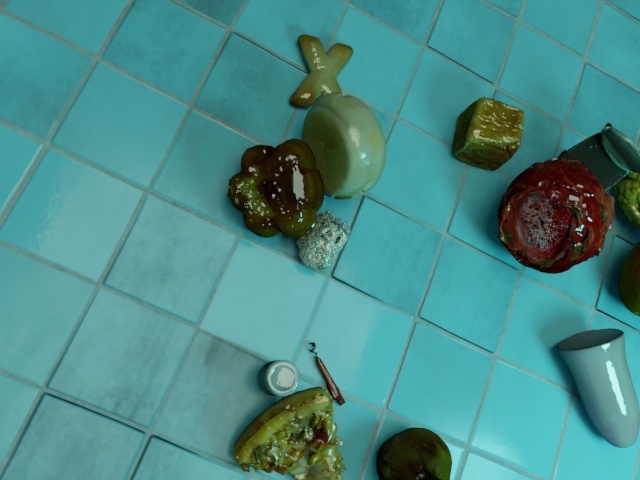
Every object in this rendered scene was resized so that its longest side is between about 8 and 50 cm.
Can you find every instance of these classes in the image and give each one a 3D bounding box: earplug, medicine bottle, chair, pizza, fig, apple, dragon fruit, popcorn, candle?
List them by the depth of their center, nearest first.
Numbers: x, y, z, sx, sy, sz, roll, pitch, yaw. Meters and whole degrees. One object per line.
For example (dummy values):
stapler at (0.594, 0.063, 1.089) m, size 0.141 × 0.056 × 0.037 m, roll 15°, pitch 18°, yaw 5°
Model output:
pizza at (-0.068, 0.484, 1.435) m, size 0.251 × 0.074 × 0.288 m, roll -13°, pitch 101°, yaw 2°
fig at (0.219, 0.510, 1.440) m, size 0.190 × 0.290 × 0.191 m, roll -3°, pitch 65°, yaw 6°
medicine bottle at (-0.100, 0.315, 1.455) m, size 0.080 × 0.130 × 0.081 m, roll 3°, pitch 78°, yaw -16°
candle at (0.012, 0.324, 1.545) m, size 0.026 × 0.021 × 0.168 m, roll -27°, pitch 87°, yaw -21°
dragon fruit at (0.617, -0.069, 1.676) m, size 0.301 × 0.295 × 0.296 m, roll -33°, pitch 88°, yaw -29°
earplug at (0.759, 0.404, 1.688) m, size 0.172 × 0.172 × 0.302 m, roll -18°, pitch 90°, yaw -19°
chair at (0.762, -0.213, 1.723) m, size 0.160 × 0.186 × 0.319 m, roll 54°, pitch 26°, yaw 1°
apple at (0.967, 0.119, 1.750) m, size 0.301 × 0.301 × 0.302 m, roll 4°, pitch 77°, yaw -16°
popcorn at (0.980, -0.125, 1.870) m, size 0.203 × 0.226 × 0.201 m, roll 2°, pitch 115°, yaw -53°

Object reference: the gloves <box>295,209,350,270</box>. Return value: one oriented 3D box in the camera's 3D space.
gloves at (0.002, 0.000, 1.588) m, size 0.114 × 0.070 × 0.153 m, roll 40°, pitch 72°, yaw -5°

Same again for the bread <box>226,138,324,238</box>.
bread at (-0.112, -0.119, 1.538) m, size 0.231 × 0.135 × 0.247 m, roll -11°, pitch 88°, yaw 8°

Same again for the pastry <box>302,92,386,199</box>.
pastry at (0.054, -0.232, 1.564) m, size 0.133 × 0.264 × 0.265 m, roll -25°, pitch 85°, yaw -31°

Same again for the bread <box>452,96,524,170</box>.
bread at (0.460, -0.294, 1.758) m, size 0.158 × 0.149 × 0.143 m, roll 11°, pitch 73°, yaw -7°

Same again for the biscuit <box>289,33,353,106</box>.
biscuit at (0.006, -0.445, 1.704) m, size 0.164 × 0.047 × 0.208 m, roll 9°, pitch 76°, yaw -14°
